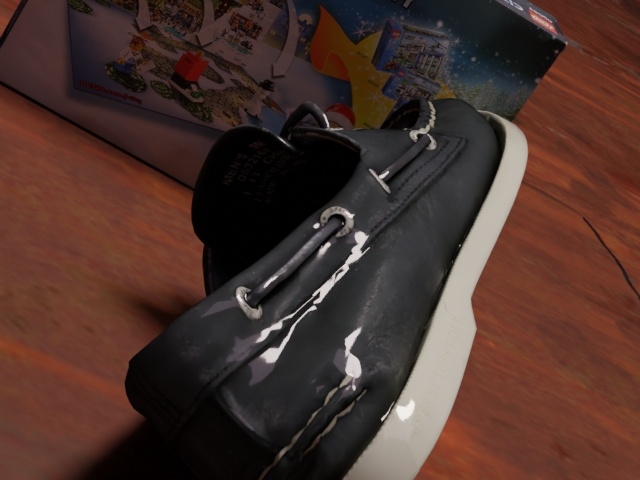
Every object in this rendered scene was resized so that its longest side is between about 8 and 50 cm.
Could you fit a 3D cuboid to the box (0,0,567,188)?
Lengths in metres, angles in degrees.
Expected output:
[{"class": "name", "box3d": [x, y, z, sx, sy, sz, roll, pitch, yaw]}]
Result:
[{"class": "box", "box3d": [-0.021, -0.095, 0.907, 0.233, 0.159, 0.044, 29, 19, -14]}]

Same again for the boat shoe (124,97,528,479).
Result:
[{"class": "boat shoe", "box3d": [-0.002, 0.003, 0.749, 0.113, 0.127, 0.340, 36, 31, -7]}]
